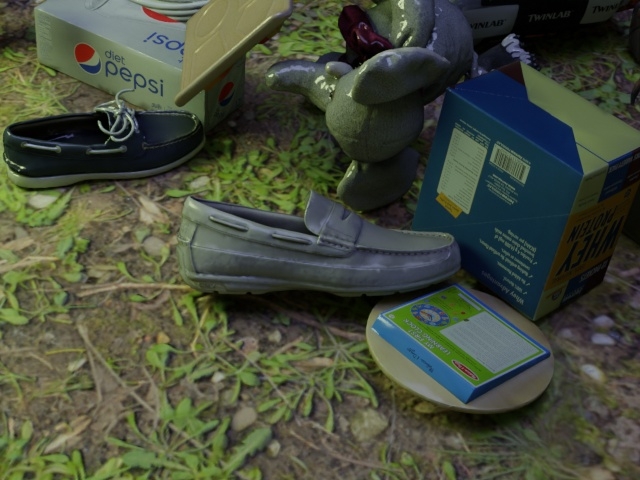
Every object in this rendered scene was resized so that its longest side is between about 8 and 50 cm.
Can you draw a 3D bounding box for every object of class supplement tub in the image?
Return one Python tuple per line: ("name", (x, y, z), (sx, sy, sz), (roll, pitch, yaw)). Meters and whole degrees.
("supplement tub", (0.296, -0.395, 1.825), (0.338, 0.207, 0.207), (-10, 44, -16))

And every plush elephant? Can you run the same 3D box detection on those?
("plush elephant", (0.060, -0.193, 1.525), (0.330, 0.271, 0.255), (30, 42, 20))

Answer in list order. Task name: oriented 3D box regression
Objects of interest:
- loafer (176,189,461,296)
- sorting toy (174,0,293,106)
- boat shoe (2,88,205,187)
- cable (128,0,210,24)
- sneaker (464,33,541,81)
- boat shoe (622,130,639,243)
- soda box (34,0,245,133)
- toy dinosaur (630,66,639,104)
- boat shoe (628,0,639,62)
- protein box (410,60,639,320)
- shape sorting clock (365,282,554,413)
("loafer", (0.000, 0.000, 1.409), (0.320, 0.111, 0.112), (0, 13, -7))
("sorting toy", (-0.099, -0.270, 1.558), (0.038, 0.193, 0.208), (39, 32, -27))
("boat shoe", (-0.266, -0.131, 1.568), (0.255, 0.079, 0.095), (-8, 43, -15))
("cable", (-0.207, -0.385, 1.850), (0.257, 0.089, 0.257), (25, 45, 21))
("sneaker", (0.243, -0.206, 1.678), (0.106, 0.078, 0.234), (-28, 19, 10))
("boat shoe", (0.385, -0.086, 1.558), (0.103, 0.113, 0.302), (-31, 52, -26))
("soda box", (-0.242, -0.248, 1.693), (0.286, 0.091, 0.098), (25, 45, 21))
("toy dinosaur", (0.494, -0.095, 1.572), (0.200, 0.127, 0.295), (-10, 60, 28))
("boat shoe", (0.562, -0.243, 1.750), (0.116, 0.123, 0.324), (-12, 46, -22))
("protein box", (0.235, -0.060, 1.437), (0.136, 0.201, 0.200), (-24, 49, -38))
("shape sorting clock", (0.150, 0.115, 1.363), (0.206, 0.040, 0.206), (10, 32, -7))
